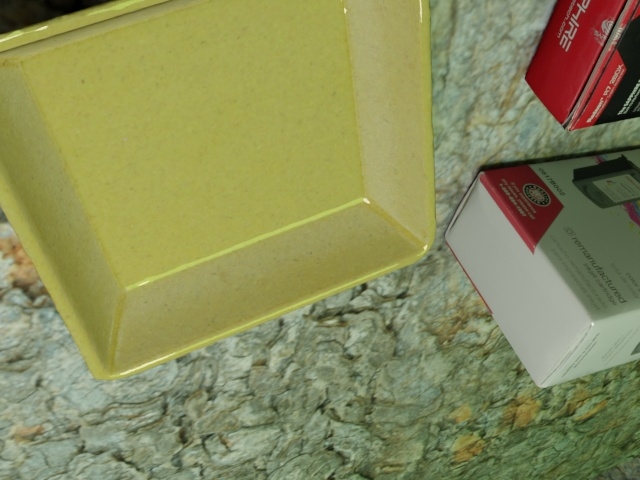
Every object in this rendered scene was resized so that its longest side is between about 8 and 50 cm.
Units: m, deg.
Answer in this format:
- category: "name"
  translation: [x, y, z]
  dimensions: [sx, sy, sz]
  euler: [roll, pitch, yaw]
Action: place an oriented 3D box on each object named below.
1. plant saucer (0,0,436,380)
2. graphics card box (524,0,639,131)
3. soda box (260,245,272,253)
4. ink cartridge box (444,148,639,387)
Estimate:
- category: "plant saucer"
  translation: [-0.075, -0.069, 0.632]
  dimensions: [0.333, 0.081, 0.332]
  euler: [-21, 136, -11]
- category: "graphics card box"
  translation: [0.399, -0.243, 0.761]
  dimensions: [0.371, 0.094, 0.232]
  euler: [-12, 142, -21]
- category: "soda box"
  translation: [0.000, 0.000, 0.814]
  dimensions: [0.169, 0.060, 0.053]
  euler: [-6, 138, -29]
- category: "ink cartridge box"
  translation: [0.337, 0.017, 0.926]
  dimensions: [0.306, 0.226, 0.131]
  euler: [-12, 143, -25]
